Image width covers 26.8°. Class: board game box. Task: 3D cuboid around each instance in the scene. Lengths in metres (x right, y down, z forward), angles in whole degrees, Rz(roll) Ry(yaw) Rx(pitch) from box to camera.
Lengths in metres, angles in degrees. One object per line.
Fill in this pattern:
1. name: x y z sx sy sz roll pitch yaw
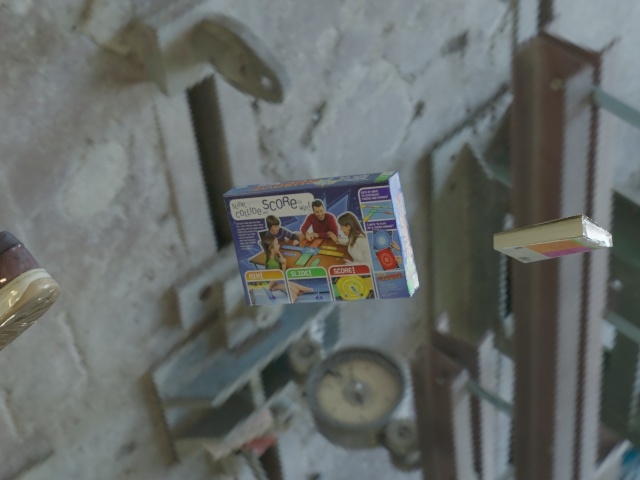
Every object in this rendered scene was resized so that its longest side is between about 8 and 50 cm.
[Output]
1. board game box: 0.000 0.000 1.490 0.035 0.201 0.136 -41 123 -61

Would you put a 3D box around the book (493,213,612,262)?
1. book: 0.339 0.003 1.959 0.096 0.144 0.035 23 62 -49

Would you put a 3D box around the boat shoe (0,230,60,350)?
1. boat shoe: -0.387 0.098 1.317 0.285 0.092 0.103 -36 166 9
